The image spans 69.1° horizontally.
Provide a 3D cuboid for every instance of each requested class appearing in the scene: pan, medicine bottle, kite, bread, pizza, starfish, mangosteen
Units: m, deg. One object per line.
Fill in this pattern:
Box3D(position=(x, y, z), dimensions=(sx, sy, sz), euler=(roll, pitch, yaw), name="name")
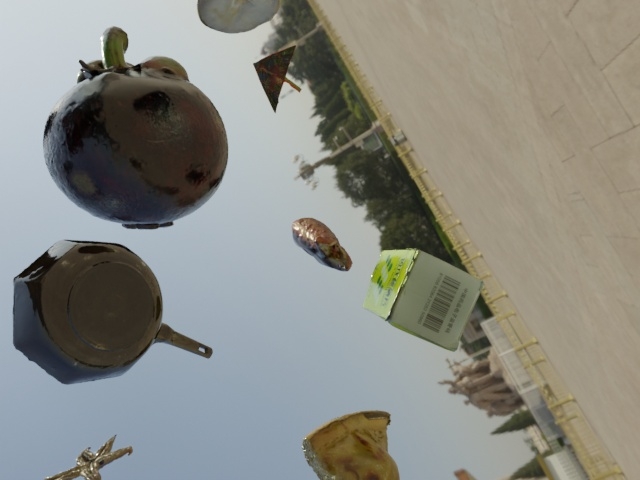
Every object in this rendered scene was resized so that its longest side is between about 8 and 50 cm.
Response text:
Box3D(position=(-0.172, 0.062, 0.444), dimensions=(0.202, 0.048, 0.128), euler=(5, -103, -53), name="pan")
Box3D(position=(0.180, 0.106, 0.885), dimensions=(0.141, 0.137, 0.250), euler=(27, 175, -5), name="medicine bottle")
Box3D(position=(-0.111, -0.438, 1.239), dimensions=(0.159, 0.189, 0.010), euler=(12, -171, -39), name="kite")
Box3D(position=(0.005, 0.004, 1.204), dimensions=(0.139, 0.095, 0.269), euler=(40, 172, -23), name="bread")
Box3D(position=(0.090, 0.378, 0.801), dimensions=(0.204, 0.080, 0.188), euler=(-14, -115, -46), name="pizza")
Box3D(position=(-0.632, 0.613, 1.275), dimensions=(0.227, 0.241, 0.043), euler=(-178, 72, -76), name="starfish")
Box3D(position=(-0.321, -0.197, 0.821), dimensions=(0.306, 0.307, 0.359), euler=(-69, -21, -74), name="mangosteen")

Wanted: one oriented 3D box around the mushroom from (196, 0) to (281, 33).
Box3D(position=(-0.148, -0.468, 0.537), dimensions=(0.315, 0.315, 0.355), euler=(47, -147, -46), name="mushroom")
